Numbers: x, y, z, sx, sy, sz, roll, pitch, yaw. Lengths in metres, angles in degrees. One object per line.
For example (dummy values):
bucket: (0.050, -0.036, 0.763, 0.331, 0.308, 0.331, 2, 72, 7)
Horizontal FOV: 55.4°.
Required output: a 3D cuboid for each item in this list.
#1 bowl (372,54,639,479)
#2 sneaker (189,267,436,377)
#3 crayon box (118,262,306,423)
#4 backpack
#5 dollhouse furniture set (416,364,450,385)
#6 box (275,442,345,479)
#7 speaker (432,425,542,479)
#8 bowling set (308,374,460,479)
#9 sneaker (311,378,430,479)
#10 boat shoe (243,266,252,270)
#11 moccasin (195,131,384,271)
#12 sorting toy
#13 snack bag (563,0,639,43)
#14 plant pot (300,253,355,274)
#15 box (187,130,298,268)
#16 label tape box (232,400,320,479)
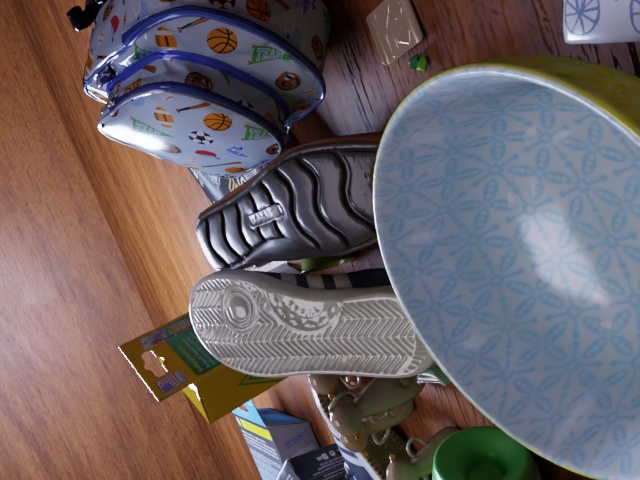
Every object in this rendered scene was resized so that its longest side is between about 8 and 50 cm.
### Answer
bowl: (0.186, 0.000, 0.433, 0.289, 0.156, 0.290, 42, 146, 37)
sneaker: (0.002, 0.094, 0.760, 0.349, 0.148, 0.131, 4, 100, 29)
crayon box: (-0.133, 0.162, 0.982, 0.203, 0.322, 0.083, 24, 134, 53)
backpack: (-0.123, -0.204, 0.702, 0.263, 0.276, 0.213, -25, 61, 46)
dollhouse furniture set: (0.128, 0.134, 0.754, 0.059, 0.076, 0.151, 63, 155, 0)
box: (0.025, 0.608, 1.108, 0.312, 0.178, 0.343, 45, 120, 37)
speaker: (0.220, 0.379, 0.745, 0.131, 0.131, 0.297, 17, 128, 56)
bowling set: (0.057, 0.235, 0.888, 0.287, 0.154, 0.200, 59, 154, 12)
sneaker: (0.057, 0.330, 1.039, 0.282, 0.099, 0.153, 53, 150, 15)
boat shoe: (-0.176, -0.008, 1.207, 0.066, 0.063, 0.184, 44, 148, 35)
moccasin: (-0.005, -0.041, 0.746, 0.380, 0.147, 0.139, -26, 92, 51)
sorting toy: (0.080, -0.202, 0.612, 0.062, 0.012, 0.083, -19, 92, 59)
snack bag: (0.245, -0.238, 0.246, 0.342, 0.037, 0.323, 27, 136, 51)
plant pot: (0.000, 0.000, 0.882, 0.083, 0.083, 0.079, -32, 73, 64)
box: (-0.142, -0.141, 1.007, 0.307, 0.076, 0.242, 54, 152, 21)
label tape box: (-0.095, 0.489, 1.456, 0.240, 0.105, 0.334, -13, 100, 63)
